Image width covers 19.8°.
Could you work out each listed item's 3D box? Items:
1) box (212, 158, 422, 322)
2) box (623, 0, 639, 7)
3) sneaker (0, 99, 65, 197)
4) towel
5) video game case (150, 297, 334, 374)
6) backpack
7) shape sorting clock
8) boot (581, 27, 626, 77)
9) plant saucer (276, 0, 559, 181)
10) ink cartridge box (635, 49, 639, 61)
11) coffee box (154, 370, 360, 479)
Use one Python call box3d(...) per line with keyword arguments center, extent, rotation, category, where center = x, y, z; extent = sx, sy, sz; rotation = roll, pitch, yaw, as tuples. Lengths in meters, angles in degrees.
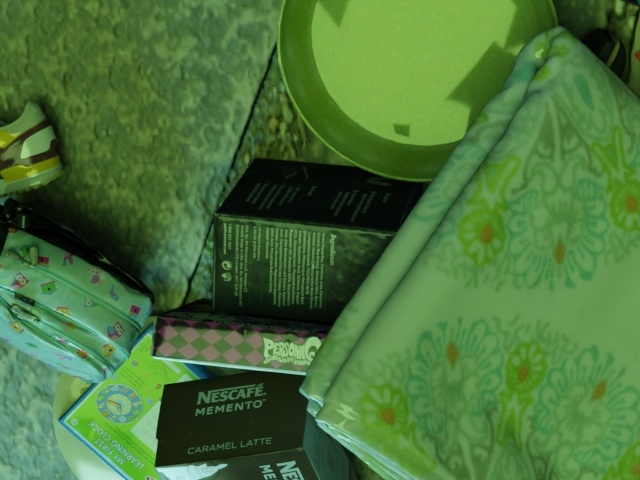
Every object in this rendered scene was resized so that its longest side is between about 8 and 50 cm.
box3d(center=(0.000, 0.000, 1.571), extent=(0.158, 0.156, 0.093), rotation=(5, 111, 9), category="box")
box3d(center=(0.248, -0.221, 1.445), extent=(0.162, 0.116, 0.029), rotation=(21, 77, 15), category="box")
box3d(center=(-0.326, -0.074, 1.663), extent=(0.185, 0.069, 0.084), rotation=(-14, 99, 10), category="sneaker")
box3d(center=(0.189, 0.071, 1.463), extent=(0.320, 0.090, 0.374), rotation=(41, 78, -31), category="towel")
box3d(center=(-0.012, 0.086, 1.577), extent=(0.232, 0.210, 0.041), rotation=(5, 93, 7), category="video game case")
box3d(center=(-0.243, 0.047, 1.642), extent=(0.182, 0.152, 0.115), rotation=(31, 83, -15), category="backpack")
box3d(center=(-0.150, 0.167, 1.731), extent=(0.206, 0.040, 0.206), rotation=(0, 104, 1), category="shape sorting clock")
box3d(center=(0.248, -0.071, 1.553), extent=(0.137, 0.077, 0.198), rotation=(19, 117, -10), category="boot")
box3d(center=(0.084, -0.168, 1.554), extent=(0.241, 0.037, 0.241), rotation=(4, 111, 10), category="plant saucer")
box3d(center=(0.399, -0.140, 1.495), extent=(0.225, 0.056, 0.181), rotation=(-34, 101, 20), category="ink cartridge box")
box3d(center=(-0.042, 0.233, 1.657), extent=(0.141, 0.098, 0.246), rotation=(-9, 134, 13), category="coffee box")
